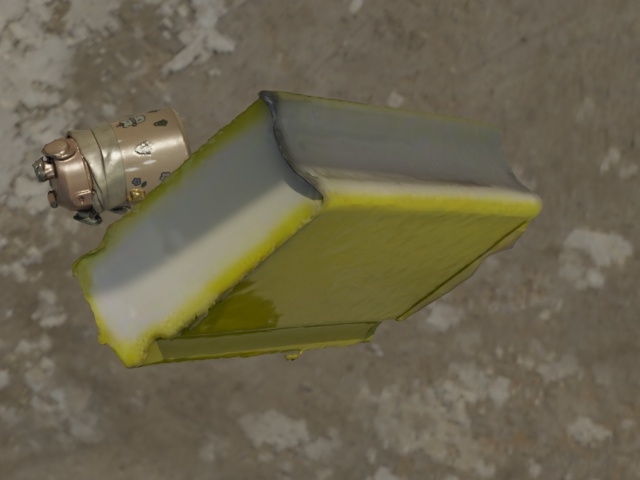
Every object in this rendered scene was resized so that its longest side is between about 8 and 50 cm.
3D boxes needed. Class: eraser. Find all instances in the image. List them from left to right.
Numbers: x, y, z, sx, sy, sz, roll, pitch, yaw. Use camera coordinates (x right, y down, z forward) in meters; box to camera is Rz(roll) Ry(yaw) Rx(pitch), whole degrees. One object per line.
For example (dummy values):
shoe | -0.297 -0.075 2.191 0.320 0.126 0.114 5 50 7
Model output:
eraser | 0.000 0.000 0.747 0.158 0.226 0.069 -41 67 28

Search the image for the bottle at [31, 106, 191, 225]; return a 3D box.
bottle | -0.207 -0.071 1.423 0.152 0.099 0.099 -16 116 -16
